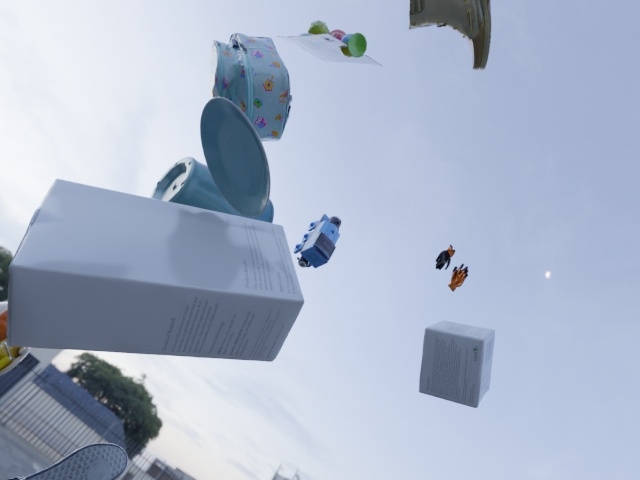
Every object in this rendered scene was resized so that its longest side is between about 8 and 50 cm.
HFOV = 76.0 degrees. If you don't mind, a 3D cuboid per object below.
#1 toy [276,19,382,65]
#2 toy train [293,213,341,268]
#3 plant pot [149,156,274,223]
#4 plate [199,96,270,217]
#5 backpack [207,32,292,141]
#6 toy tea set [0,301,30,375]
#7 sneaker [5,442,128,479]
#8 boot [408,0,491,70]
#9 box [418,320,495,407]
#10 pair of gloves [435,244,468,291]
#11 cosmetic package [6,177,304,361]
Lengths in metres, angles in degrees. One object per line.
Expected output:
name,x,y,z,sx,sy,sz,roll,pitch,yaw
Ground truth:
toy,0.020,-0.416,0.849,0.237,0.136,0.056,43,-65,51
toy train,0.000,0.000,1.120,0.105,0.184,0.080,-24,-65,43
plant pot,-0.313,-0.084,1.125,0.271,0.272,0.255,-3,-32,43
plate,-0.128,-0.127,0.637,0.188,0.024,0.188,30,-46,37
backpack,-0.128,-0.269,0.744,0.188,0.144,0.166,58,-35,38
toy tea set,-0.605,0.128,0.894,0.200,0.336,0.124,4,-48,53
sneaker,-0.508,0.469,0.781,0.163,0.226,0.086,-37,-113,29
boot,0.336,-0.567,1.073,0.203,0.095,0.262,-7,-59,15
box,0.209,0.182,0.624,0.087,0.101,0.102,7,-90,31
pair of gloves,0.276,0.059,0.866,0.083,0.010,0.074,62,-31,32
cosmetic package,-0.241,0.055,0.654,0.384,0.217,0.156,11,-57,-23
